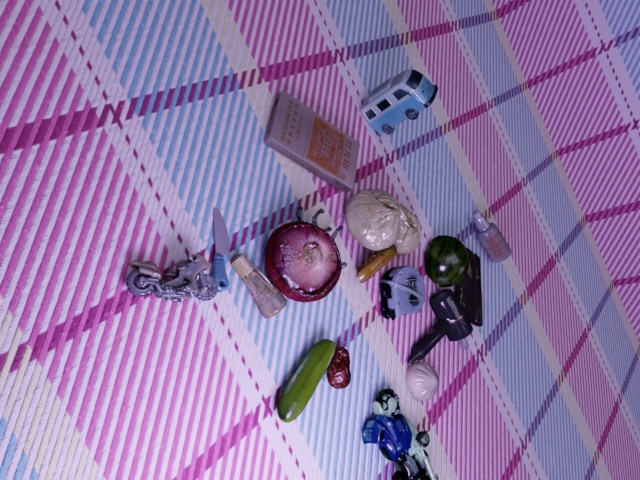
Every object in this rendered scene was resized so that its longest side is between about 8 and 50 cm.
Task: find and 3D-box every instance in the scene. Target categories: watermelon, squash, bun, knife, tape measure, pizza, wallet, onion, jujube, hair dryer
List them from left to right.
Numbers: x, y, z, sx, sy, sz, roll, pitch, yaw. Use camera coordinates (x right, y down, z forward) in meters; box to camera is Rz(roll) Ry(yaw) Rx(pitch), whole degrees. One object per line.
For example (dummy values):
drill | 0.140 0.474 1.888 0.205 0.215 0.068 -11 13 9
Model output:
knife | -0.279 0.026 1.519 0.058 0.032 0.244 14 63 -36
onion | -0.056 0.066 1.613 0.248 0.161 0.248 19 55 -30
squash | -0.043 0.401 1.567 0.082 0.082 0.292 51 47 -17
jujube | 0.059 0.390 1.669 0.077 0.077 0.129 29 52 -32
pizza | 0.195 0.073 1.878 0.246 0.127 0.058 -34 78 -35
bun | 0.198 -0.083 1.871 0.229 0.145 0.230 21 47 -24
bun | 0.306 -0.042 2.010 0.164 0.111 0.188 6 76 -38
tape measure | 0.295 0.181 1.932 0.182 0.107 0.181 -6 87 -40
bun | 0.375 0.493 1.910 0.138 0.094 0.138 19 62 -40
hair dryer | 0.415 0.336 2.002 0.352 0.107 0.189 -33 97 -38
watermelon | 0.516 0.083 2.151 0.204 0.127 0.232 42 56 -24
wallet | 0.626 0.188 2.272 0.170 0.044 0.321 25 60 -32

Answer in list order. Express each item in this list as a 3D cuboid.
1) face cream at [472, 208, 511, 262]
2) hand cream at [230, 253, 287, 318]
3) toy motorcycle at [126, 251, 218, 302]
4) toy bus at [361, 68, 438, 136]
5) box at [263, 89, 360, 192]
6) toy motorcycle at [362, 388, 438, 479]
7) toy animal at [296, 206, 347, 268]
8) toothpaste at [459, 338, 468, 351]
face cream | 0.749 -0.026 2.415 0.252 0.101 0.101 55 48 -14
hand cream | -0.183 0.123 1.544 0.203 0.084 0.084 53 48 -6
toy motorcycle | -0.372 0.086 1.374 0.229 0.094 0.130 7 66 -27
toy bus | 0.290 -0.530 2.049 0.164 0.271 0.133 42 52 -20
box | -0.018 -0.331 1.851 0.365 0.051 0.205 28 58 -33
toy motorcycle | 0.244 0.649 1.727 0.196 0.125 0.331 -30 93 -42
toy animal | -0.003 0.002 1.741 0.217 0.073 0.176 38 51 -23
toothpaste | 0.550 0.365 2.155 0.045 0.028 0.170 -25 92 -33
